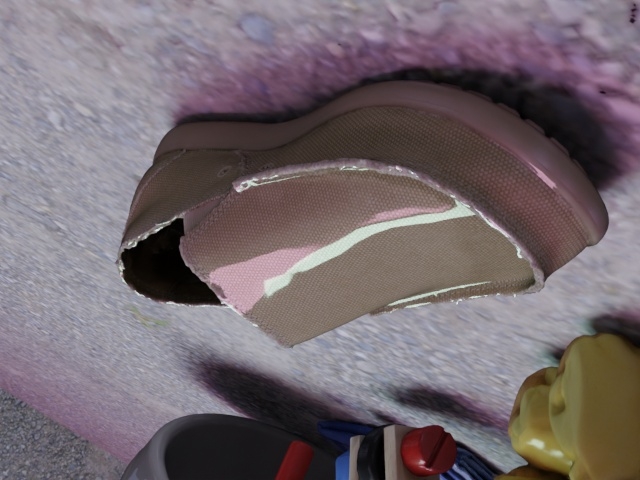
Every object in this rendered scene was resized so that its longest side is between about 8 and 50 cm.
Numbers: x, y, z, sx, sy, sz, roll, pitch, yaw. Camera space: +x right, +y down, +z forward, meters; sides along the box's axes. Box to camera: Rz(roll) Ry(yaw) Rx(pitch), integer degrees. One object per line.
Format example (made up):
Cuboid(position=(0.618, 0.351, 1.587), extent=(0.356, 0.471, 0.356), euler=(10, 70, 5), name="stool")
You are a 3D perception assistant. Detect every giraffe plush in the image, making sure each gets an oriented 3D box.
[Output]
Cuboid(position=(0.182, 0.150, 0.467), extent=(0.171, 0.181, 0.210), euler=(17, 174, -2), name="giraffe plush")

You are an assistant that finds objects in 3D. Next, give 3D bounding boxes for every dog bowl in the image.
Cuboid(position=(-0.050, 0.301, 1.002), extent=(0.349, 0.102, 0.349), euler=(25, -167, -6), name="dog bowl")

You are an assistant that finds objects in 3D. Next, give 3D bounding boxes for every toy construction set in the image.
Cuboid(position=(0.063, 0.287, 0.750), extent=(0.309, 0.237, 0.257), euler=(2, 143, 36), name="toy construction set")

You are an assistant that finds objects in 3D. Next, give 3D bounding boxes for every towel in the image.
Cuboid(position=(0.149, 0.259, 0.953), extent=(0.285, 0.034, 0.209), euler=(40, 159, -25), name="towel")

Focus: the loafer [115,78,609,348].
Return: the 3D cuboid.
Cuboid(position=(0.000, 0.000, 0.431), extent=(0.102, 0.092, 0.269), euler=(41, 157, -30), name="loafer")
